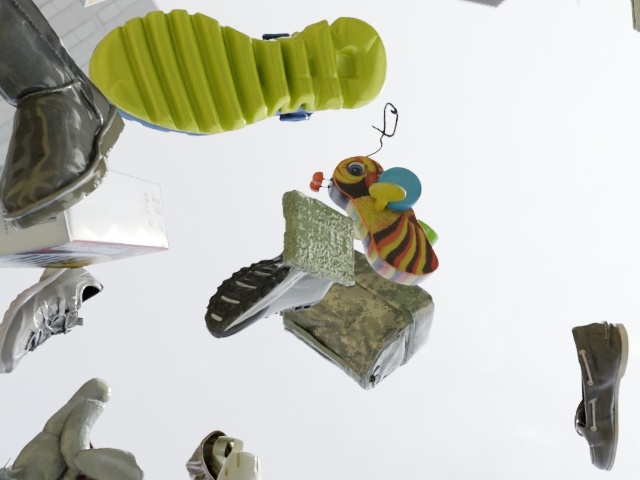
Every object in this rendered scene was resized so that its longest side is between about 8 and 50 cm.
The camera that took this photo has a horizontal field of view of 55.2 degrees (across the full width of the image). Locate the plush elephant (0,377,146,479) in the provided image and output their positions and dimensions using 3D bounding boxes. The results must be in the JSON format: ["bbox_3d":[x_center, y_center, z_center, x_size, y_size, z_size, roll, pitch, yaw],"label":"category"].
[{"bbox_3d":[-0.455,0.470,1.192,0.255,0.330,0.271,29,-82,3],"label":"plush elephant"}]

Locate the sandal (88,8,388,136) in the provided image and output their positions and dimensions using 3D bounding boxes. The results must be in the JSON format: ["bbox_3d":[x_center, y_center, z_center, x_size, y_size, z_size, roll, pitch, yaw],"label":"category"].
[{"bbox_3d":[-0.088,-0.174,0.673,0.318,0.126,0.138,-5,-176,-27],"label":"sandal"}]

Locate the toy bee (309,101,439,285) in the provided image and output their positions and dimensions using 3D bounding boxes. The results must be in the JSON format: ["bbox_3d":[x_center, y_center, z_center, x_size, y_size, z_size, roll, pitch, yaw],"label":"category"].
[{"bbox_3d":[0.069,-0.063,0.974,0.162,0.195,0.298,-8,-132,-13],"label":"toy bee"}]

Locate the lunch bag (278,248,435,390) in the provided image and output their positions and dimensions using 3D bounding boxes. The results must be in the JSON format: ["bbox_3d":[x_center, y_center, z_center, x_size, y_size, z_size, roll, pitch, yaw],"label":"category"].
[{"bbox_3d":[0.084,0.196,1.494,0.305,0.212,0.256,34,-130,29],"label":"lunch bag"}]

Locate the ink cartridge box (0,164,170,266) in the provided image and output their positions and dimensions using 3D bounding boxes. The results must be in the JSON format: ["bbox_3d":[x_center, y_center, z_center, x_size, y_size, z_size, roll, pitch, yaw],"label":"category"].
[{"bbox_3d":[-0.439,-0.026,0.984,0.272,0.309,0.130,-11,-95,11],"label":"ink cartridge box"}]

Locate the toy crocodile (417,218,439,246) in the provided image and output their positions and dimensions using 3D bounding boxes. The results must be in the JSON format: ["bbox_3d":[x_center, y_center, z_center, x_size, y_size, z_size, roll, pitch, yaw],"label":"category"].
[{"bbox_3d":[0.138,-0.028,1.239,0.115,0.340,0.105,-49,-140,-6],"label":"toy crocodile"}]

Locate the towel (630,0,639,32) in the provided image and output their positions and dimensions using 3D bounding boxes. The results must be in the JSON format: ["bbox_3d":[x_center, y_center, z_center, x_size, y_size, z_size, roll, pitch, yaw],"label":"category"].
[{"bbox_3d":[0.486,-0.293,0.805,0.152,0.023,0.113,13,-126,6],"label":"towel"}]

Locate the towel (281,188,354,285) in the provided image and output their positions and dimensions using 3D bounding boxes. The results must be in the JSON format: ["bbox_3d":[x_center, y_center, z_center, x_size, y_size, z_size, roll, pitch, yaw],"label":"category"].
[{"bbox_3d":[0.000,0.000,0.825,0.027,0.148,0.110,-16,-114,35],"label":"towel"}]

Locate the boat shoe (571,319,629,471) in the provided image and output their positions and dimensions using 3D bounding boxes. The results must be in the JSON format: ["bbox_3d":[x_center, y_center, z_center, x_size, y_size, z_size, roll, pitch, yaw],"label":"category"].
[{"bbox_3d":[0.531,0.303,1.199,0.096,0.335,0.112,0,-157,14],"label":"boat shoe"}]

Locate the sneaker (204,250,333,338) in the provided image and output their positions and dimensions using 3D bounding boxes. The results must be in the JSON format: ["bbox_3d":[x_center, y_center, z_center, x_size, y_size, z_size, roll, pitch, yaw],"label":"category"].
[{"bbox_3d":[-0.051,0.072,0.916,0.272,0.108,0.100,-34,-149,-34],"label":"sneaker"}]

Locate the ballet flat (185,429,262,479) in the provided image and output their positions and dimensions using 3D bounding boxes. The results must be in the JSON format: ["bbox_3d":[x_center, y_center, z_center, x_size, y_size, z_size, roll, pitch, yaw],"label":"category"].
[{"bbox_3d":[-0.164,0.429,1.114,0.342,0.116,0.124,3,-108,69],"label":"ballet flat"}]

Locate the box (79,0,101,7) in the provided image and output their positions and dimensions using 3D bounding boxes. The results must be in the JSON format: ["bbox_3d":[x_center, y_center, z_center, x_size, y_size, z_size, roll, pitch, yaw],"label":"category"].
[{"bbox_3d":[-0.277,-0.441,0.894,0.203,0.103,0.114,-32,-173,-26],"label":"box"}]

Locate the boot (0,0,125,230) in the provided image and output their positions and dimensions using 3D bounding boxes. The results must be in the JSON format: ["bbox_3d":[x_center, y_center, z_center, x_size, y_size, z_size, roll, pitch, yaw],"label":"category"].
[{"bbox_3d":[-0.222,-0.130,0.406,0.076,0.208,0.189,-22,-146,4],"label":"boot"}]

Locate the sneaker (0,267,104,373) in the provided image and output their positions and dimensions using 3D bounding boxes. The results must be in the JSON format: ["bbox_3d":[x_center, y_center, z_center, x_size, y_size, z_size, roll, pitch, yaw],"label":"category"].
[{"bbox_3d":[-0.499,0.137,1.134,0.115,0.105,0.281,27,-141,-7],"label":"sneaker"}]
